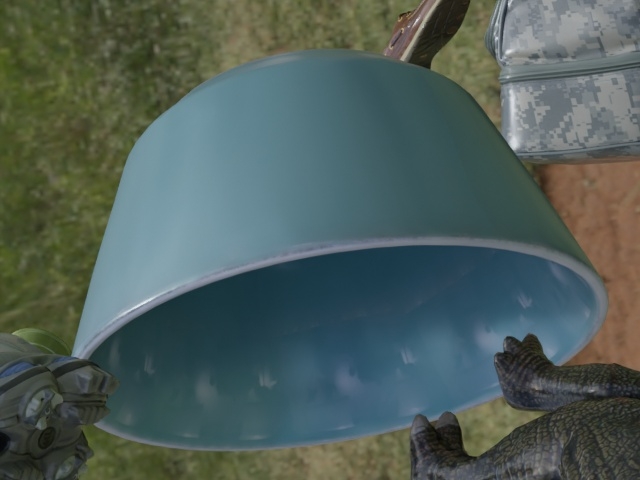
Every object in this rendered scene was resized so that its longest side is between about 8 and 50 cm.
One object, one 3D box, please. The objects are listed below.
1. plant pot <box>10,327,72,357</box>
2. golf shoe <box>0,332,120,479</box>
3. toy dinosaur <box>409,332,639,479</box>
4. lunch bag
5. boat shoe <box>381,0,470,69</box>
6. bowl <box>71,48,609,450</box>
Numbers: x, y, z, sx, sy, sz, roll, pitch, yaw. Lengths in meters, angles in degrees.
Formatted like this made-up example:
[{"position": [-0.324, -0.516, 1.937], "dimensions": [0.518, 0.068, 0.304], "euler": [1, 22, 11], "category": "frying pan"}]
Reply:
[{"position": [-0.322, 0.153, 1.458], "dimensions": [0.079, 0.083, 0.083], "euler": [-79, 0, -57], "category": "plant pot"}, {"position": [-0.148, 0.053, 0.425], "dimensions": [0.086, 0.176, 0.069], "euler": [25, 93, 26], "category": "golf shoe"}, {"position": [0.106, 0.084, 0.385], "dimensions": [0.160, 0.313, 0.121], "euler": [-8, 84, 40], "category": "toy dinosaur"}, {"position": [0.320, -0.217, 1.489], "dimensions": [0.213, 0.305, 0.256], "euler": [-2, 91, 27], "category": "lunch bag"}, {"position": [0.108, -0.236, 1.498], "dimensions": [0.060, 0.064, 0.178], "euler": [51, 130, 26], "category": "boat shoe"}, {"position": [0.000, 0.000, 0.788], "dimensions": [0.311, 0.312, 0.163], "euler": [-46, 47, 52], "category": "bowl"}]
